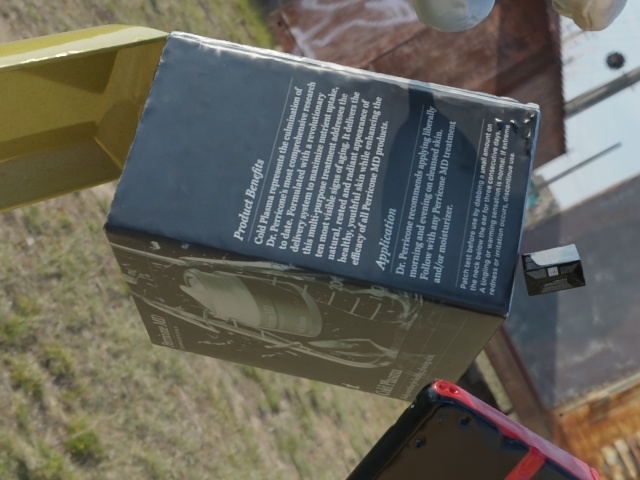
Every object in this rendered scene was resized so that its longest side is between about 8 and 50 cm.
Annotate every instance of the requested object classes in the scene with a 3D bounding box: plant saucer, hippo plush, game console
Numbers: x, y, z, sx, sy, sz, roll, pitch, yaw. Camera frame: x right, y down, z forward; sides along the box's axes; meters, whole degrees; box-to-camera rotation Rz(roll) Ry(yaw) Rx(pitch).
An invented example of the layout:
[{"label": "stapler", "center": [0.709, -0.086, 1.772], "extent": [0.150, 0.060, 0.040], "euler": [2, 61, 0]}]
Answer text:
[{"label": "plant saucer", "center": [-0.390, -0.168, 1.221], "extent": [0.081, 0.333, 0.333], "euler": [58, -35, 17]}, {"label": "hippo plush", "center": [0.191, -0.353, 0.972], "extent": [0.234, 0.236, 0.294], "euler": [4, 78, -75]}, {"label": "game console", "center": [0.122, 0.366, 1.023], "extent": [0.342, 0.386, 0.060], "euler": [34, 10, -26]}]

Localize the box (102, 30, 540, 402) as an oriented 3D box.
[{"label": "box", "center": [0.000, 0.000, 1.254], "extent": [0.480, 0.471, 0.297], "euler": [96, 8, -67]}]

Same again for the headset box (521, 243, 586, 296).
[{"label": "headset box", "center": [0.257, 0.031, 0.997], "extent": [0.083, 0.062, 0.032], "euler": [-48, 125, -75]}]
